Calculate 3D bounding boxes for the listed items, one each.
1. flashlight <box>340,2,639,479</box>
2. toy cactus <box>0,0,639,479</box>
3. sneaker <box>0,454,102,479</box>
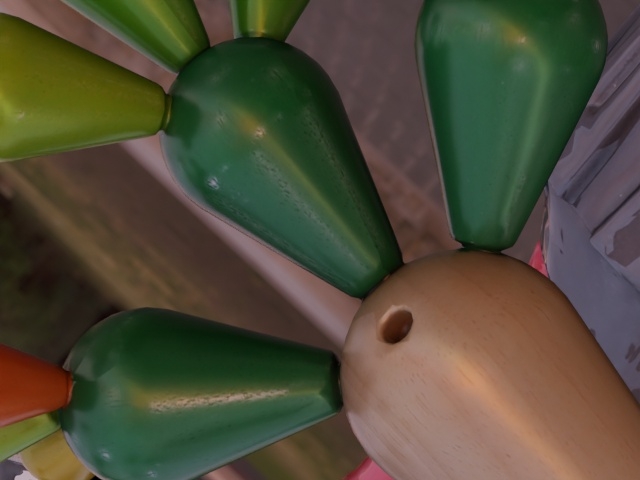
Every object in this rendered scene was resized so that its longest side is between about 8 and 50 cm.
[{"bbox_3d":[0.038,0.055,0.577,0.103,0.304,0.103,30,-150,-10],"label":"flashlight"},{"bbox_3d":[0.000,0.000,0.401,0.180,0.219,0.112,48,179,6],"label":"toy cactus"},{"bbox_3d":[-0.100,0.160,0.981,0.132,0.086,0.228,-29,114,40],"label":"sneaker"}]
